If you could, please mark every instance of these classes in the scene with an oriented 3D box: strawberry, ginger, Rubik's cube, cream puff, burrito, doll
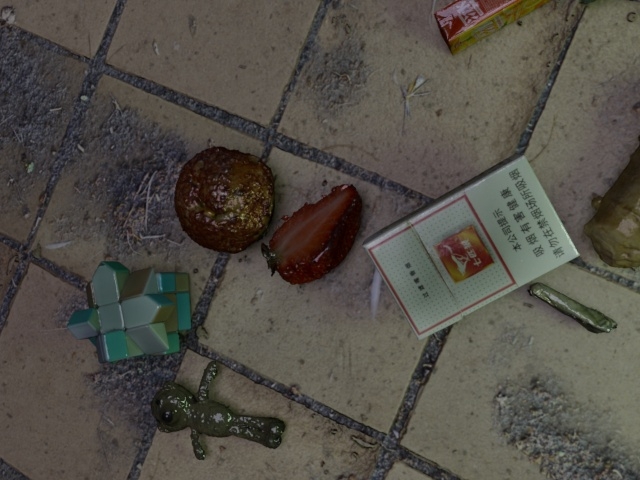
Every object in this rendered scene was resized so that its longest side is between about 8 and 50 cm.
[{"bbox_3d":[0.001,0.005,1.416,0.236,0.107,0.175,-23,47,22],"label":"strawberry"},{"bbox_3d":[0.607,-0.109,1.213,0.190,0.126,0.353,23,96,22],"label":"ginger"},{"bbox_3d":[-0.420,0.155,1.477,0.265,0.213,0.224,-7,87,20],"label":"Rubik's cube"},{"bbox_3d":[-0.206,-0.089,1.448,0.240,0.164,0.240,-5,74,18],"label":"cream puff"},{"bbox_3d":[0.472,0.128,1.284,0.171,0.051,0.042,31,104,16],"label":"burrito"},{"bbox_3d":[-0.232,0.396,1.482,0.286,0.091,0.202,36,110,5],"label":"doll"}]

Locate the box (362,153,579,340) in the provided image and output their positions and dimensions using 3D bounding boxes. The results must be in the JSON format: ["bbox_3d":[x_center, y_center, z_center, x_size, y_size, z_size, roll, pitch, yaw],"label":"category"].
[{"bbox_3d":[0.271,0.013,1.263,0.330,0.095,0.210,-29,95,11],"label":"box"}]

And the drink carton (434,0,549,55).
[{"bbox_3d":[0.338,-0.457,1.329,0.223,0.096,0.071,-27,80,14],"label":"drink carton"}]

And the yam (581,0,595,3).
[{"bbox_3d":[0.570,-0.516,1.260,0.183,0.107,0.107,-12,84,15],"label":"yam"}]
